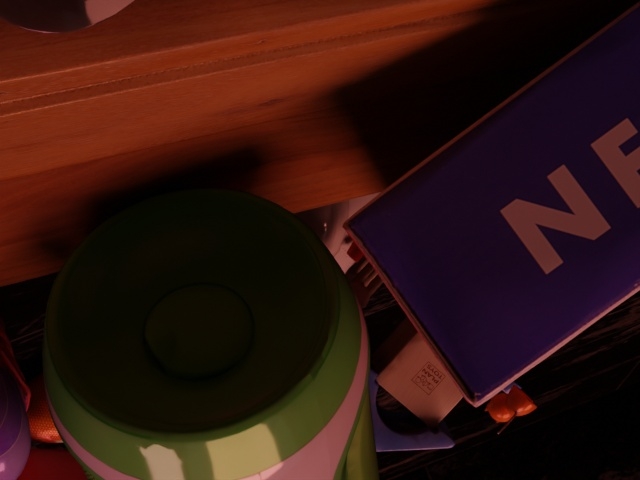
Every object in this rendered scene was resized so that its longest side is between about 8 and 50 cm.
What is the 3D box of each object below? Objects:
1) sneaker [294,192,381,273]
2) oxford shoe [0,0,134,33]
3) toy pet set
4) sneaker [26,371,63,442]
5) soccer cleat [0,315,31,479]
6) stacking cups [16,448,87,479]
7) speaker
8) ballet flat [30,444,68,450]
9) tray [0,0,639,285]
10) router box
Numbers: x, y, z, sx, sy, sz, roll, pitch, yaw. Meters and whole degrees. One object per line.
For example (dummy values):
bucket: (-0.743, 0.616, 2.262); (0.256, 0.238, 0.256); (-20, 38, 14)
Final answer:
sneaker: (0.000, 0.000, 0.929); (0.094, 0.080, 0.212); (-28, 169, -26)
oxford shoe: (-0.007, -0.136, 0.460); (0.212, 0.076, 0.076); (-28, -165, 10)
toy pet set: (0.045, 0.071, 0.817); (0.065, 0.122, 0.114); (-49, -170, 4)
sneaker: (-0.126, 0.079, 1.080); (0.175, 0.064, 0.067); (-23, 147, -15)
soccer cleat: (-0.169, 0.056, 0.733); (0.095, 0.083, 0.248); (-18, -168, -28)
stacking cups: (-0.250, 0.132, 0.790); (0.316, 0.096, 0.096); (4, 157, -18)
speaker: (-0.034, 0.104, 0.706); (0.131, 0.131, 0.296); (-20, 147, -8)
ballet flat: (-0.307, 0.178, 1.025); (0.409, 0.147, 0.147); (-6, 159, -43)
tray: (-0.065, -0.056, 0.617); (0.411, 0.076, 0.203); (-14, 163, -26)
router box: (0.182, -0.066, 0.693); (0.335, 0.082, 0.301); (-37, 174, 7)
